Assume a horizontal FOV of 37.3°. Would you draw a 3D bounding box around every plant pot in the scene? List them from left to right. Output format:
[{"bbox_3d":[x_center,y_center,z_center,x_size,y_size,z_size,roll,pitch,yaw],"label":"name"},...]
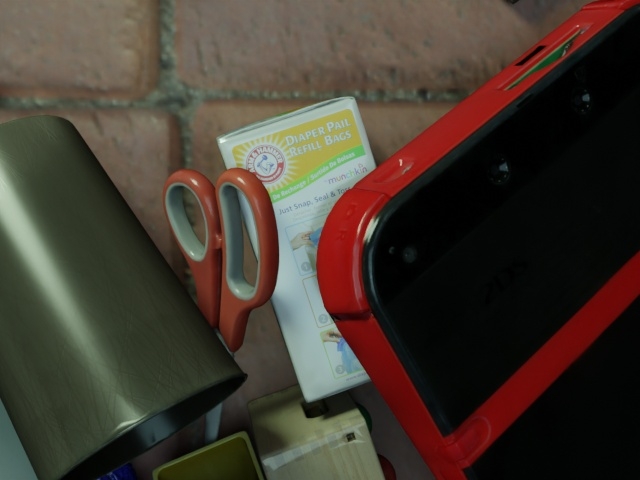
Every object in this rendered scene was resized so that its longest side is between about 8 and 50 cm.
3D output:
[{"bbox_3d":[-0.075,0.217,0.761,0.082,0.081,0.083,-23,145,-4],"label":"plant pot"}]

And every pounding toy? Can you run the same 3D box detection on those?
[{"bbox_3d":[0.026,0.229,0.730,0.094,0.181,0.206,-19,101,-6],"label":"pounding toy"}]

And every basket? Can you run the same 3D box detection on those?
[{"bbox_3d":[-0.175,0.040,0.662,0.154,0.204,0.227,-30,81,-12],"label":"basket"}]

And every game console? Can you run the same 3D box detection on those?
[{"bbox_3d":[0.206,0.030,0.731,0.386,0.060,0.342,-38,109,-23],"label":"game console"}]

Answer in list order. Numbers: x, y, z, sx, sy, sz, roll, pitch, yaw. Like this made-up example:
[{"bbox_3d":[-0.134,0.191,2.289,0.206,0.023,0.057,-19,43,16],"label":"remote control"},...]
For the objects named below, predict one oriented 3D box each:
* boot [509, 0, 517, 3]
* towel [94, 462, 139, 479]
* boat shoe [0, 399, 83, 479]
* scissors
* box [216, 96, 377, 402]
[{"bbox_3d":[0.171,-0.259,0.757,0.114,0.037,0.106,-29,99,1],"label":"boot"},{"bbox_3d":[-0.198,0.328,0.766,0.228,0.076,0.308,-28,101,-4],"label":"towel"},{"bbox_3d":[-0.302,0.114,0.687,0.306,0.113,0.105,45,106,-1],"label":"boat shoe"},{"bbox_3d":[-0.069,0.082,0.709,0.021,0.109,0.297,-26,123,-45],"label":"scissors"},{"bbox_3d":[0.000,0.000,0.726,0.103,0.114,0.203,-19,100,-4],"label":"box"}]
